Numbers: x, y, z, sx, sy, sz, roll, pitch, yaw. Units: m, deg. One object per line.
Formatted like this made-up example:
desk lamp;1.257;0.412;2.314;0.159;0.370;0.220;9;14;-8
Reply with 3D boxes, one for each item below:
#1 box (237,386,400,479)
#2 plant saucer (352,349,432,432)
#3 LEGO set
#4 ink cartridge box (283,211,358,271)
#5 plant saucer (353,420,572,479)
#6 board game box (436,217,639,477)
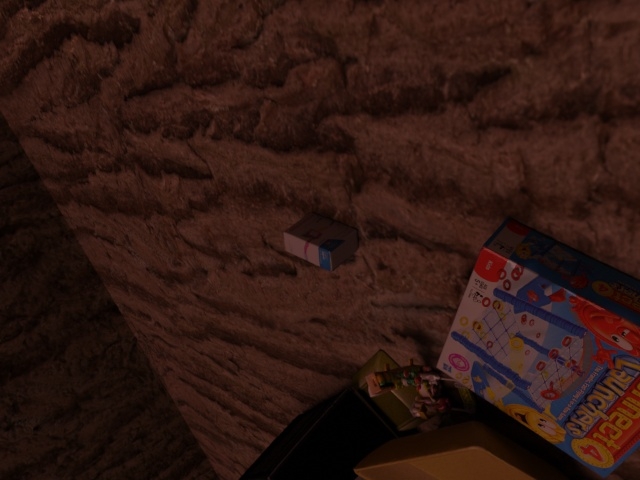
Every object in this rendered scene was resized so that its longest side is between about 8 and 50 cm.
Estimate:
box;0.076;0.684;1.285;0.480;0.297;0.471;46;151;8
plant saucer;0.161;0.367;1.169;0.188;0.045;0.188;43;143;12
LEGO set;0.215;0.300;0.983;0.107;0.132;0.287;-7;137;44
ink cartridge box;0.000;0.000;0.998;0.123;0.088;0.052;22;134;35
plant saucer;0.290;0.452;0.971;0.333;0.081;0.333;34;137;-19
board game box;0.356;0.166;0.758;0.302;0.086;0.308;31;139;26
